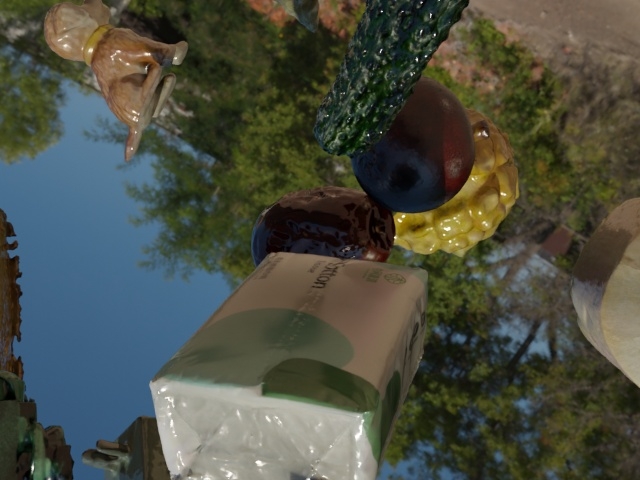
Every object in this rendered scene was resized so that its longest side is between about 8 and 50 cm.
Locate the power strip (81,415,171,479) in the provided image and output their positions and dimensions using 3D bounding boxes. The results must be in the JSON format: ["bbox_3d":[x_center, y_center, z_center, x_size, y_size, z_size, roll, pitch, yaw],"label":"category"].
[{"bbox_3d":[-0.283,0.387,1.188,0.224,0.139,0.140,22,-143,-36],"label":"power strip"}]

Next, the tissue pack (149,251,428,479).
[{"bbox_3d":[-0.018,0.166,0.940,0.266,0.194,0.356,6,-154,17],"label":"tissue pack"}]

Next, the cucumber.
[{"bbox_3d":[0.072,-0.194,0.742,0.096,0.096,0.359,33,146,4],"label":"cucumber"}]

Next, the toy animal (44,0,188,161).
[{"bbox_3d":[-0.301,-0.225,0.968,0.185,0.184,0.104,26,-166,-7],"label":"toy animal"}]

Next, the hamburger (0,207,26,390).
[{"bbox_3d":[-0.689,0.117,1.275,0.268,0.446,0.287,-3,162,-15],"label":"hamburger"}]

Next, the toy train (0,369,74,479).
[{"bbox_3d":[-0.266,0.242,0.570,0.115,0.270,0.154,2,166,-31],"label":"toy train"}]

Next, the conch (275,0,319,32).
[{"bbox_3d":[-0.114,-0.509,1.173,0.386,0.169,0.203,47,-131,-17],"label":"conch"}]

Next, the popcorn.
[{"bbox_3d":[0.238,-0.144,1.516,0.382,0.349,0.349,49,179,-35],"label":"popcorn"}]

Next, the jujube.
[{"bbox_3d":[0.000,0.000,1.462,0.318,0.223,0.223,-11,157,41],"label":"jujube"}]

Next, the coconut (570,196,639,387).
[{"bbox_3d":[0.526,0.074,1.030,0.328,0.329,0.329,31,-170,-6],"label":"coconut"}]

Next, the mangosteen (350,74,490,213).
[{"bbox_3d":[0.182,-0.169,1.231,0.261,0.236,0.235,-13,-146,-28],"label":"mangosteen"}]
